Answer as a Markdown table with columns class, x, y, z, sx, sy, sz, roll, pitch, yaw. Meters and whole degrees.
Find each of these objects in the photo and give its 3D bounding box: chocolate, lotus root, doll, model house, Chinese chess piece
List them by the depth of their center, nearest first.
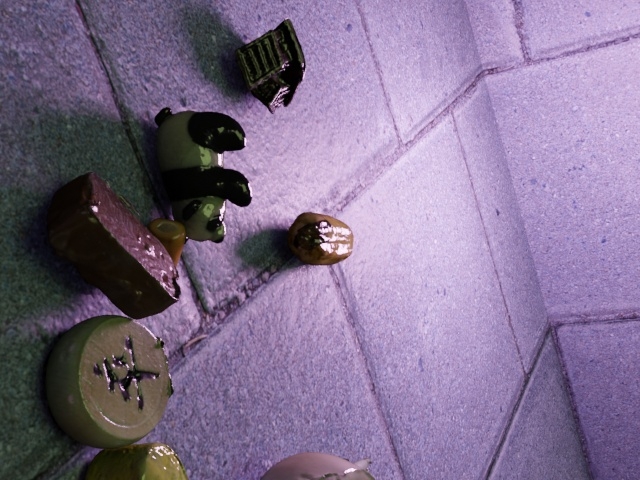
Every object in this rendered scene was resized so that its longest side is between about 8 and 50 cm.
| class | x | y | z | sx | sy | sz | roll | pitch | yaw |
| --- | --- | --- | --- | --- | --- | --- | --- | --- | --- |
| Chinese chess piece | -0.297 | 0.199 | 1.155 | 0.188 | 0.083 | 0.188 | 31 | 52 | -50 |
| chocolate | -0.297 | 0.016 | 1.170 | 0.214 | 0.093 | 0.148 | 55 | 8 | -32 |
| doll | -0.201 | -0.109 | 1.365 | 0.135 | 0.143 | 0.234 | -10 | 91 | -30 |
| model house | -0.103 | -0.331 | 1.601 | 0.152 | 0.106 | 0.165 | -45 | 116 | -56 |
| lotus root | 0.000 | 0.000 | 1.705 | 0.258 | 0.097 | 0.110 | 12 | 79 | -66 |

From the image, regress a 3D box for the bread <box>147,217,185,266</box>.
| class | x | y | z | sx | sy | sz | roll | pitch | yaw |
| --- | --- | --- | --- | --- | --- | --- | --- | --- | --- |
| bread | -0.256 | 0.011 | 1.324 | 0.062 | 0.103 | 0.049 | 14 | 49 | -12 |

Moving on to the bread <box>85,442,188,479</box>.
| class | x | y | z | sx | sy | sz | roll | pitch | yaw |
| --- | --- | --- | --- | --- | --- | --- | --- | --- | --- |
| bread | -0.261 | 0.345 | 1.162 | 0.129 | 0.114 | 0.111 | 30 | 51 | -56 |

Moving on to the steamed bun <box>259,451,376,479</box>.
| class | x | y | z | sx | sy | sz | roll | pitch | yaw |
| --- | --- | --- | --- | --- | --- | --- | --- | --- | --- |
| steamed bun | -0.019 | 0.536 | 1.420 | 0.324 | 0.206 | 0.324 | 21 | 66 | -59 |

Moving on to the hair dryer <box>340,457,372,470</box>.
| class | x | y | z | sx | sy | sz | roll | pitch | yaw |
| --- | --- | --- | --- | --- | --- | --- | --- | --- | --- |
| hair dryer | 0.070 | 0.534 | 1.731 | 0.237 | 0.075 | 0.206 | -28 | 113 | -66 |
